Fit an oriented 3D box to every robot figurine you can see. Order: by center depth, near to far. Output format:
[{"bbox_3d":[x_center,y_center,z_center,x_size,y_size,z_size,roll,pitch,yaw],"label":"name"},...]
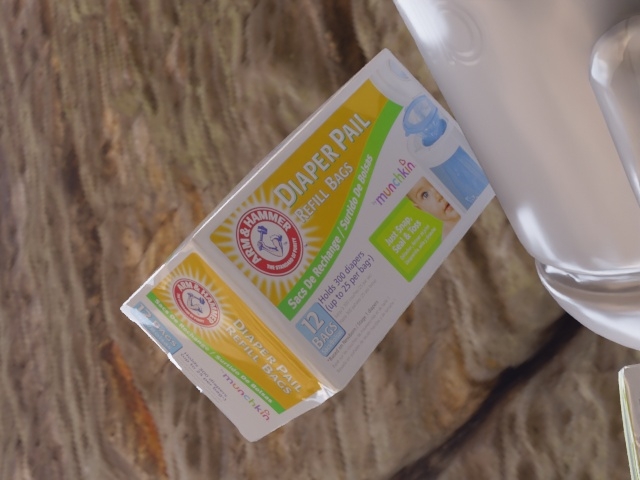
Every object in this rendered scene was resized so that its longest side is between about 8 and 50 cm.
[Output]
[{"bbox_3d":[0.166,-0.088,0.593,0.353,0.199,0.300,59,-155,-19],"label":"robot figurine"}]

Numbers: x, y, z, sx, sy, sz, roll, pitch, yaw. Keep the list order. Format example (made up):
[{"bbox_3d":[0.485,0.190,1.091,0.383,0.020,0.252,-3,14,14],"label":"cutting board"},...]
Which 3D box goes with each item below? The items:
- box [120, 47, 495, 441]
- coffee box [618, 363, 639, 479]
[{"bbox_3d":[0.000,0.000,0.695,0.114,0.103,0.203,45,-129,-5],"label":"box"},{"bbox_3d":[0.447,0.291,0.985,0.338,0.334,0.338,58,-155,-56],"label":"coffee box"}]
